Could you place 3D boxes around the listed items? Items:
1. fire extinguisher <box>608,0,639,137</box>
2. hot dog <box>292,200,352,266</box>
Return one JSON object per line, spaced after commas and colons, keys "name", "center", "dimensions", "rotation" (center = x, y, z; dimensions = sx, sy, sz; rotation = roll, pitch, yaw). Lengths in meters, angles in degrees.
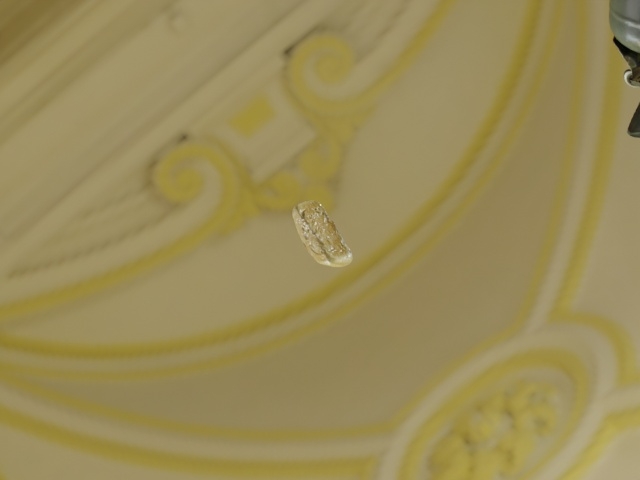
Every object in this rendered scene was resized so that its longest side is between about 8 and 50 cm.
{"name": "fire extinguisher", "center": [0.272, -0.239, 1.450], "dimensions": [0.095, 0.311, 0.114], "rotation": [13, -147, 25]}
{"name": "hot dog", "center": [0.000, 0.000, 1.862], "dimensions": [0.030, 0.034, 0.090], "rotation": [-11, -130, -27]}
